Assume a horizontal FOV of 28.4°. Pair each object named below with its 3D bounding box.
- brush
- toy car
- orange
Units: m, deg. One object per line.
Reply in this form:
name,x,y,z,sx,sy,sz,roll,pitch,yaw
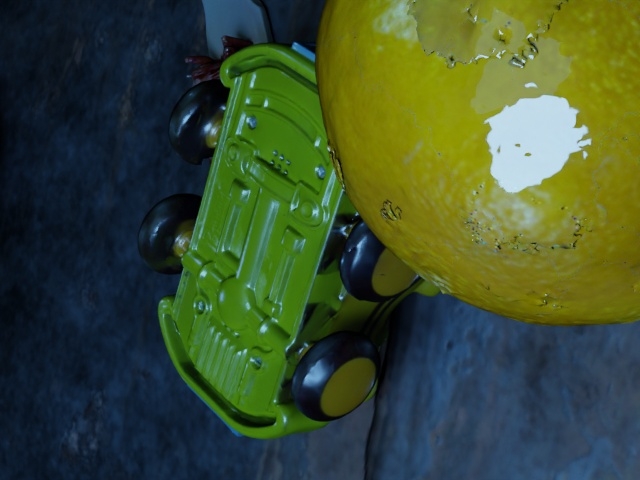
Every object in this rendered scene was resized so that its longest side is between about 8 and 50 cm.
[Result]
brush,-0.074,-0.164,0.923,0.060,0.050,0.321,-23,73,40
toy car,0.000,0.000,0.793,0.200,0.142,0.248,42,122,36
orange,0.116,-0.081,0.597,0.246,0.246,0.246,-2,87,39
